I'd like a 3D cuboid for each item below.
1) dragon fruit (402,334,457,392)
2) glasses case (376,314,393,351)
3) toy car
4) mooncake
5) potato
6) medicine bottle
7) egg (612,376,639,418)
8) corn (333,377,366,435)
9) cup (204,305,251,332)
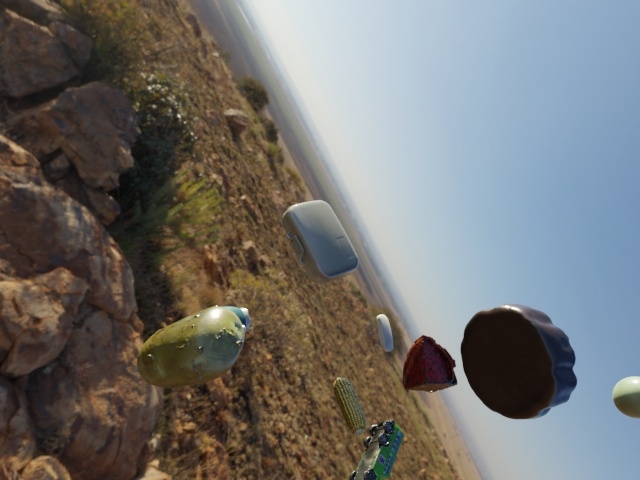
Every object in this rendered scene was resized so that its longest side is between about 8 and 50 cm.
[{"bbox_3d":[0.327,0.379,1.285,0.120,0.127,0.161,13,64,-29],"label":"dragon fruit"},{"bbox_3d":[0.336,0.483,2.196,0.074,0.049,0.194,17,55,-41],"label":"glasses case"},{"bbox_3d":[0.127,0.478,0.927,0.062,0.071,0.165,41,47,-3],"label":"toy car"},{"bbox_3d":[0.502,0.303,1.074,0.141,0.283,0.283,4,46,-30],"label":"mooncake"},{"bbox_3d":[-0.426,0.364,1.381,0.270,0.359,0.219,-156,-136,-82],"label":"potato"},{"bbox_3d":[0.000,0.000,1.865,0.123,0.282,0.375,-46,-114,50],"label":"medicine bottle"},{"bbox_3d":[1.219,0.607,1.619,0.192,0.149,0.149,83,-11,-49],"label":"egg"},{"bbox_3d":[0.109,0.621,1.586,0.080,0.080,0.238,57,3,-41],"label":"corn"},{"bbox_3d":[-0.402,0.363,1.830,0.299,0.173,0.168,4,-81,54],"label":"cup"}]
